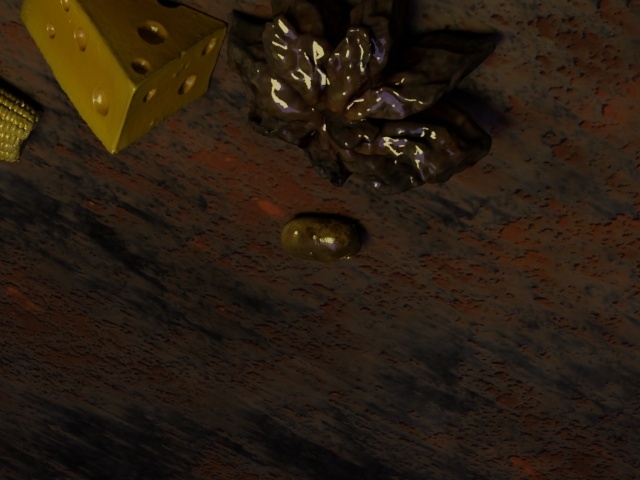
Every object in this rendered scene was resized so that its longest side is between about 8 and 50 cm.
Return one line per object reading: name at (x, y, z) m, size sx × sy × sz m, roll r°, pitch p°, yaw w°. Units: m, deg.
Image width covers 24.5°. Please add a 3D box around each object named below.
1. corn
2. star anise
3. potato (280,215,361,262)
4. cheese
corn at (-0.353, -0.136, 1.418) m, size 0.165 × 0.063 × 0.085 m, roll 27°, pitch 117°, yaw -10°
star anise at (0.028, -0.119, 1.232) m, size 0.236 × 0.109 × 0.223 m, roll 5°, pitch 134°, yaw 22°
potato at (0.000, 0.000, 1.428) m, size 0.083 × 0.040 × 0.051 m, roll 1°, pitch 132°, yaw 22°
cheese at (-0.193, -0.181, 1.290) m, size 0.171 × 0.126 × 0.093 m, roll 38°, pitch 141°, yaw 12°
